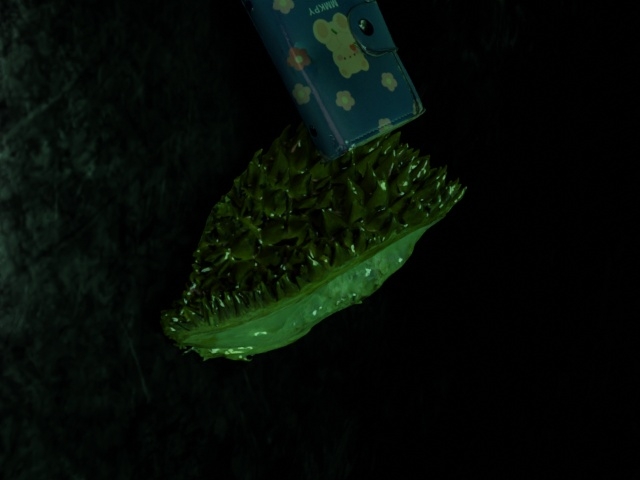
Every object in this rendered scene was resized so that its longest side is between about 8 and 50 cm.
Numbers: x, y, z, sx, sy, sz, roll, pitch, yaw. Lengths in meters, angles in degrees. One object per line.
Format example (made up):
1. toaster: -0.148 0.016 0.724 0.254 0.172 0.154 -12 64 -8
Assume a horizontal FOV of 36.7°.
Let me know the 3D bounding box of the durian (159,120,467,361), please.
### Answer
1. durian: -0.007 -0.008 0.995 0.394 0.163 0.198 -34 160 -31

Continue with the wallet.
1. wallet: 0.010 -0.187 0.921 0.141 0.059 0.202 -29 92 -41
